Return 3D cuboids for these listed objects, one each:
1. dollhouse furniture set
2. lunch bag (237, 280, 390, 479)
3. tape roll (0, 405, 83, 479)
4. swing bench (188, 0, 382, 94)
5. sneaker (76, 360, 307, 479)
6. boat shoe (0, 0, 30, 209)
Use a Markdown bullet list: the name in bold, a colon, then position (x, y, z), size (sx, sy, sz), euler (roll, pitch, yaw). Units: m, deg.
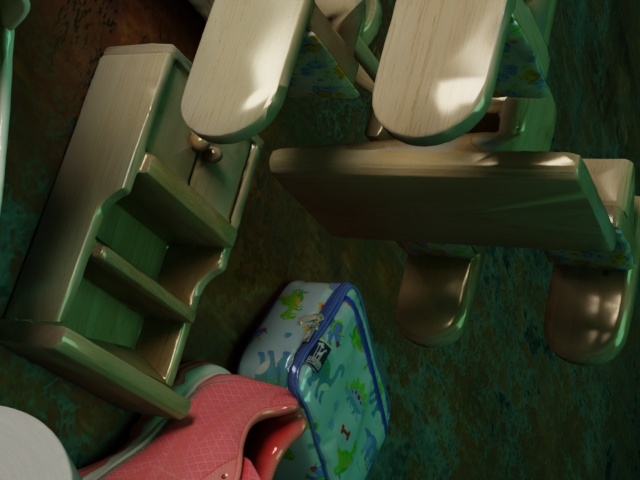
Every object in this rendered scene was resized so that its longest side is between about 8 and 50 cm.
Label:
- **dollhouse furniture set**: position (0.000, 0.000, 0.789), size (0.362, 0.394, 0.256), euler (45, 54, -54)
- **lunch bag**: position (0.000, 0.159, 1.127), size (0.176, 0.090, 0.219), euler (-55, 139, -48)
- **tape roll**: position (-0.222, 0.190, 0.583), size (0.219, 0.219, 0.072), euler (-57, 139, -42)
- **swing bench**: position (-0.048, -0.253, 0.850), size (0.165, 0.255, 0.253), euler (-62, 144, -12)
- **sneaker**: position (-0.116, 0.209, 0.866), size (0.314, 0.136, 0.116), euler (-54, 136, -45)
- **boat shoe**: position (-0.210, -0.161, 0.637), size (0.136, 0.156, 0.367), euler (17, 79, -61)
